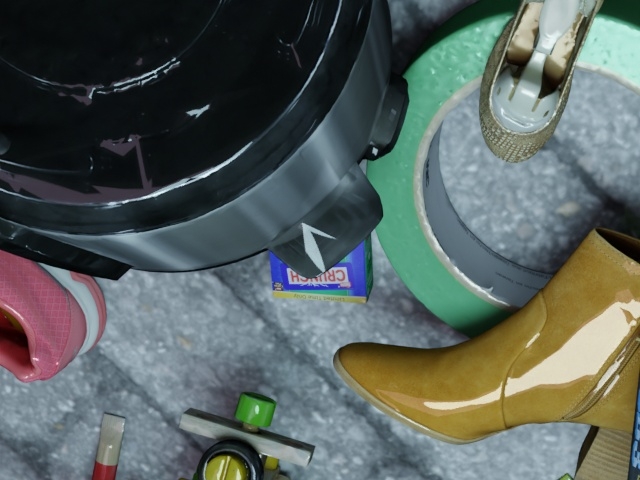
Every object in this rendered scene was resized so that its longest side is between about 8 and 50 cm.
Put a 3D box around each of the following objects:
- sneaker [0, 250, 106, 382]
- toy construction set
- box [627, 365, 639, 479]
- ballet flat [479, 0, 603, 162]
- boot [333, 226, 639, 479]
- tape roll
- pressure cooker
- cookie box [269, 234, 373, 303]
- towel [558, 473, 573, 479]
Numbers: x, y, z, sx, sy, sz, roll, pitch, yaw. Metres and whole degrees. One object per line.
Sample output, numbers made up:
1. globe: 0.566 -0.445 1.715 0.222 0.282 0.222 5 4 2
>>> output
1. sneaker: -0.344 0.014 1.532 0.314 0.136 0.116 38 119 -5
2. toy construction set: -0.108 0.236 1.563 0.309 0.257 0.237 18 103 33
3. box: 0.390 0.135 1.273 0.293 0.073 0.295 10 82 -16
4. ballet flat: 0.167 -0.144 1.257 0.073 0.067 0.206 18 118 7
5. boot: 0.178 0.076 1.355 0.295 0.104 0.211 21 115 -1
6. tape roll: 0.201 -0.053 1.376 0.321 0.077 0.321 7 118 13
7. pressure cooker: -0.122 -0.156 1.233 0.375 0.420 0.370 1 84 5
8. cookie box: 0.000 0.000 1.480 0.092 0.040 0.107 3 117 14
9. towel: 0.228 0.264 1.565 0.060 0.009 0.083 42 119 -6
